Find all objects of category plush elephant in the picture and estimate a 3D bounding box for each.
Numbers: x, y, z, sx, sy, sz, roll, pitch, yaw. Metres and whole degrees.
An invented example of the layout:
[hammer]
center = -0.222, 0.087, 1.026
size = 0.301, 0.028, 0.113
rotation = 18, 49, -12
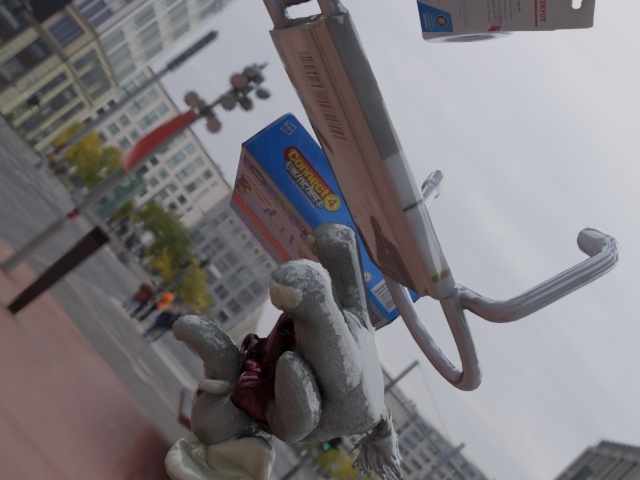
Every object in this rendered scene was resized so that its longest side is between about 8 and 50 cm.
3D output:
[plush elephant]
center = -0.061, 0.162, 1.025
size = 0.272, 0.255, 0.330
rotation = -66, 141, -69

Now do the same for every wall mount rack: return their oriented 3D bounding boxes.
[wall mount rack]
center = 0.056, -0.088, 0.577
size = 0.350, 0.130, 0.304
rotation = 66, -10, -17

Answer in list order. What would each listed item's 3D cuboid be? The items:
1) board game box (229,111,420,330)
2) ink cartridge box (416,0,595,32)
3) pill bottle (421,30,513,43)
[board game box]
center = 0.000, 0.000, 1.256
size = 0.308, 0.086, 0.302
rotation = 51, -15, 4
[ink cartridge box]
center = 0.191, -0.272, 0.878
size = 0.181, 0.062, 0.104
rotation = 4, -25, 16
[pill bottle]
center = 0.209, -0.416, 1.228
size = 0.136, 0.136, 0.246
rotation = -160, -114, -71
